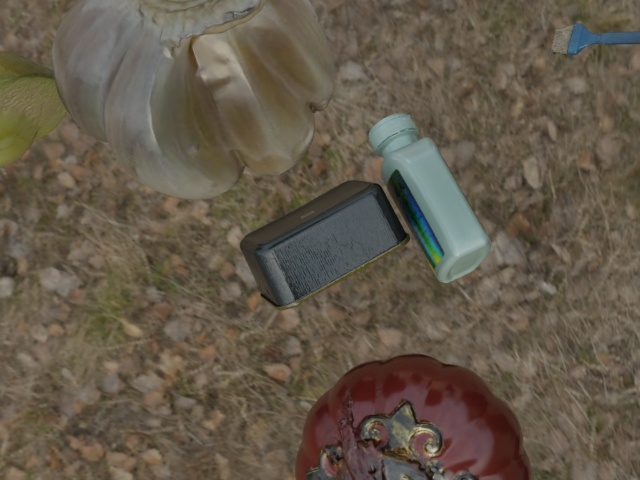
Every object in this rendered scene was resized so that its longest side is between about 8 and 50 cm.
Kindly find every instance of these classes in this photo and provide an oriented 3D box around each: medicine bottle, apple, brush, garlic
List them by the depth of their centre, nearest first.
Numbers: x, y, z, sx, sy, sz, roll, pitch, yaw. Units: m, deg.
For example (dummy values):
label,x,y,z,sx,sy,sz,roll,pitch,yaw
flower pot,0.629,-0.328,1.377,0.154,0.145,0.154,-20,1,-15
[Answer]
label,x,y,z,sx,sy,sz,roll,pitch,yaw
garlic,-0.113,-0.152,0.965,0.237,0.292,0.210,-30,60,-15
apple,-0.429,-0.187,1.365,0.193,0.265,0.120,-28,83,0
medicine bottle,0.142,-0.063,1.405,0.083,0.121,0.228,-25,72,-10
brush,0.424,-0.303,1.566,0.164,0.014,0.051,7,76,39

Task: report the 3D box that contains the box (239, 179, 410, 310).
label,x,y,z,sx,sy,sz,roll,pitch,yaw
box,0.000,0.000,1.370,0.201,0.144,0.090,-29,102,-10

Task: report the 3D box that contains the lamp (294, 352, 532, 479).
label,x,y,z,sx,sy,sz,roll,pitch,yaw
lamp,0.084,0.221,0.981,0.227,0.227,0.226,-6,71,17
